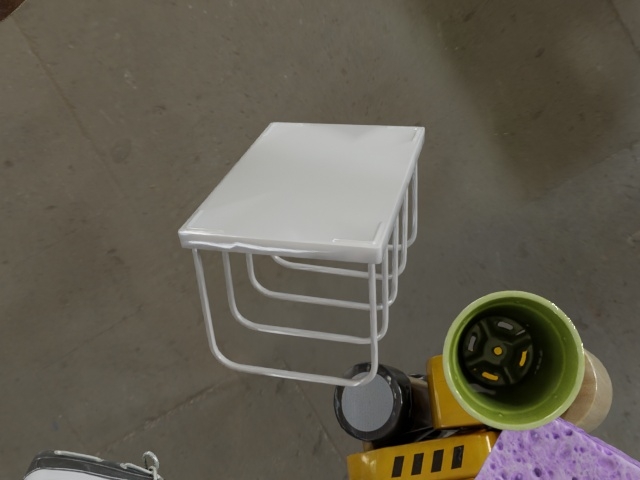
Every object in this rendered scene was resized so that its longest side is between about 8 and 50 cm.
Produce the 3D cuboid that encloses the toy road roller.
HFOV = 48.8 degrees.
[{"bbox_3d":[0.190,0.260,0.856,0.329,0.202,0.241,-17,67,25],"label":"toy road roller"}]

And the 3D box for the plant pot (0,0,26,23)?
[{"bbox_3d":[-0.389,-0.369,0.706,0.215,0.215,0.230,-48,134,7],"label":"plant pot"}]

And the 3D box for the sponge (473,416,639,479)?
[{"bbox_3d":[0.136,0.224,0.474,0.117,0.031,0.210,30,92,20],"label":"sponge"}]

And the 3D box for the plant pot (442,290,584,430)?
[{"bbox_3d":[0.121,0.074,0.461,0.083,0.079,0.083,-1,86,8],"label":"plant pot"}]

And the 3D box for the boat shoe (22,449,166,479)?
[{"bbox_3d":[-0.252,0.360,0.972,0.306,0.105,0.113,14,108,-13],"label":"boat shoe"}]

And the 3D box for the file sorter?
[{"bbox_3d":[0.000,0.000,0.785,0.192,0.278,0.173,5,122,15],"label":"file sorter"}]
